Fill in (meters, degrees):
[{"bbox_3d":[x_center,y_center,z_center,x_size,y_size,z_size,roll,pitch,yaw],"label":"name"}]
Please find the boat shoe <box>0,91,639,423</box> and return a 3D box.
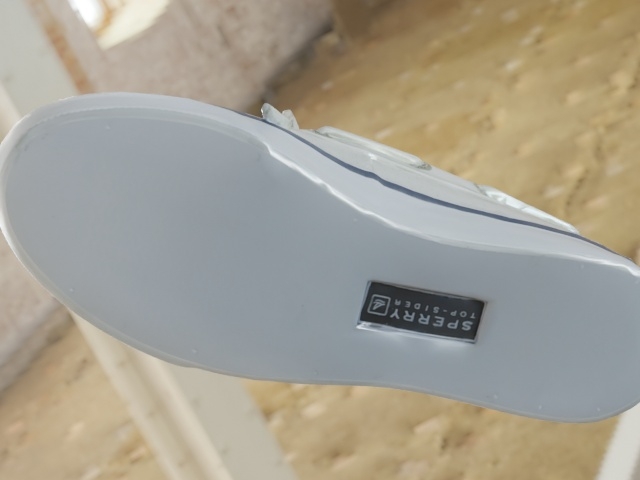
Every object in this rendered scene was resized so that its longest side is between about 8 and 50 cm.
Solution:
[{"bbox_3d":[0.004,-0.008,0.926,0.367,0.136,0.156,12,-164,-15],"label":"boat shoe"}]
